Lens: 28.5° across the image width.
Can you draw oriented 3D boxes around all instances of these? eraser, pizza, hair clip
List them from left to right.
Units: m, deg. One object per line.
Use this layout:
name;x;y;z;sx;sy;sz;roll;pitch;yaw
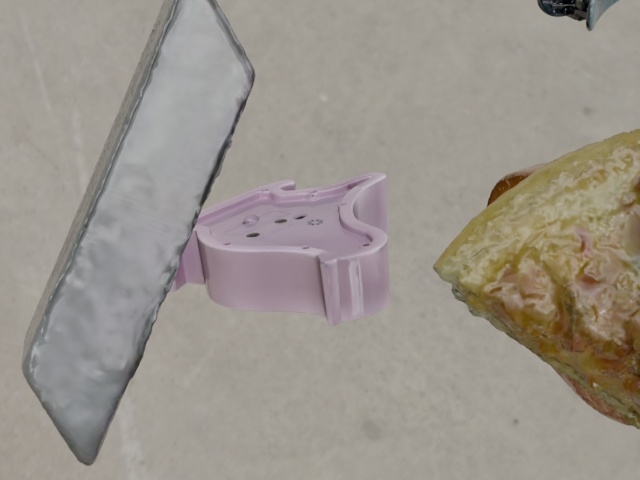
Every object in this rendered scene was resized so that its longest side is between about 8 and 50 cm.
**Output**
eraser;-0.135;-0.020;0.905;0.077;0.353;0.111;22;4;-16
hair clip;0.317;-0.259;1.238;0.229;0.039;0.070;-25;39;-29
pizza;0.251;-0.004;0.869;0.268;0.087;0.258;33;74;2

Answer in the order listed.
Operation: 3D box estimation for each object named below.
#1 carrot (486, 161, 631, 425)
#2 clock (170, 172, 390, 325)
carrot;0.260;0.042;1.118;0.100;0.307;0.258;-28;103;-11
clock;0.000;0.000;1.480;0.275;0.080;0.290;12;27;38
